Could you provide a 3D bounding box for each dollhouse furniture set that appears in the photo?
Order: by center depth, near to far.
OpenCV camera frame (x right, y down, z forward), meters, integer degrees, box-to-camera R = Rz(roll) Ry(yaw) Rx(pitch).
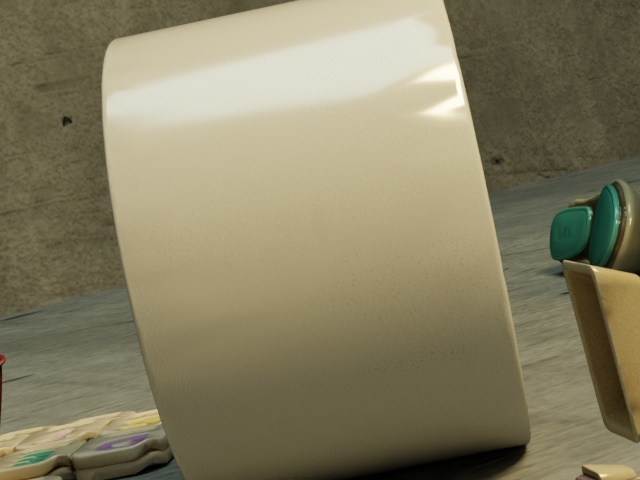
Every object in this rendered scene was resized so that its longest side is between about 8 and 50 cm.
[{"bbox_3d":[0.081,0.067,0.626,0.081,0.114,0.091,-17,7,-11],"label":"dollhouse furniture set"}]

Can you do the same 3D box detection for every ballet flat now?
[{"bbox_3d":[0.260,-0.007,1.470,0.086,0.086,0.248,-12,3,-4],"label":"ballet flat"}]

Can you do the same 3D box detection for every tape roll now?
[{"bbox_3d":[0.000,0.000,0.869,0.169,0.246,0.246,-11,4,3],"label":"tape roll"}]

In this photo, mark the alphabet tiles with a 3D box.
[{"bbox_3d":[-0.224,0.146,1.087,0.284,0.021,0.278,-11,4,8],"label":"alphabet tiles"}]

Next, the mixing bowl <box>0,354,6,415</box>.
[{"bbox_3d":[-0.237,0.124,0.856,0.181,0.098,0.181,-12,5,1],"label":"mixing bowl"}]
